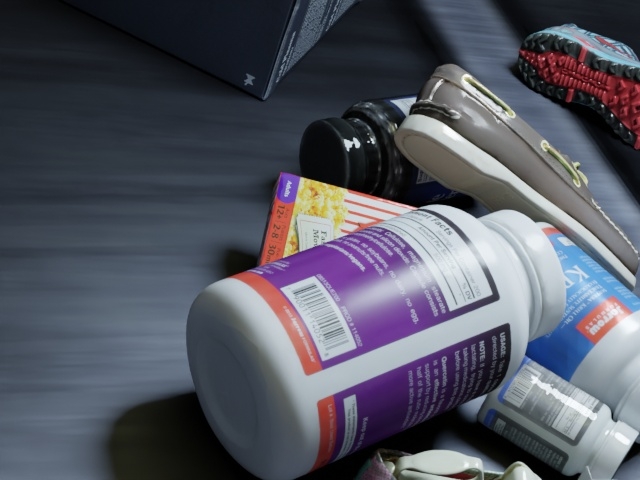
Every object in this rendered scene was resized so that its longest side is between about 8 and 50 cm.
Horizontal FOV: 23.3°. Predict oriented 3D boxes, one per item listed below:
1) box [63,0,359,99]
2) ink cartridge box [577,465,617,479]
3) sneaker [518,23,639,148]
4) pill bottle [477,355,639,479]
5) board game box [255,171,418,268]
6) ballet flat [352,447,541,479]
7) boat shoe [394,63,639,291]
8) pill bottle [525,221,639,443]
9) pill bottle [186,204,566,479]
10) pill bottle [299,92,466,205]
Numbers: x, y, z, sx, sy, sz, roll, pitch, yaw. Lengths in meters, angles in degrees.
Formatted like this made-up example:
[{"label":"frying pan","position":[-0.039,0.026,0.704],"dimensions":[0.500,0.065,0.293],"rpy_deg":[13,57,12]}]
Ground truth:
[{"label":"box","position":[-0.128,-0.375,1.885],"dimensions":[0.343,0.179,0.312],"rpy_deg":[26,39,8]},{"label":"ink cartridge box","position":[0.257,0.250,1.406],"dimensions":[0.028,0.048,0.083],"rpy_deg":[5,41,-19]},{"label":"sneaker","position":[0.390,-0.209,1.979],"dimensions":[0.262,0.104,0.125],"rpy_deg":[33,37,15]},{"label":"pill bottle","position":[0.224,0.172,1.462],"dimensions":[0.137,0.078,0.078],"rpy_deg":[32,39,14]},{"label":"board game box","position":[0.035,0.028,1.529],"dimensions":[0.193,0.045,0.146],"rpy_deg":[14,68,-8]},{"label":"ballet flat","position":[0.138,0.223,1.361],"dimensions":[0.221,0.079,0.077],"rpy_deg":[11,38,-12]},{"label":"boat shoe","position":[0.225,-0.060,1.637],"dimensions":[0.324,0.116,0.096],"rpy_deg":[35,70,-19]},{"label":"pill bottle","position":[0.263,0.093,1.538],"dimensions":[0.124,0.124,0.221],"rpy_deg":[-22,54,-41]},{"label":"pill bottle","position":[0.055,0.079,1.380],"dimensions":[0.323,0.181,0.181],"rpy_deg":[-19,52,-28]},{"label":"pill bottle","position":[0.092,-0.098,1.694],"dimensions":[0.219,0.123,0.123],"rpy_deg":[-11,47,-33]}]
